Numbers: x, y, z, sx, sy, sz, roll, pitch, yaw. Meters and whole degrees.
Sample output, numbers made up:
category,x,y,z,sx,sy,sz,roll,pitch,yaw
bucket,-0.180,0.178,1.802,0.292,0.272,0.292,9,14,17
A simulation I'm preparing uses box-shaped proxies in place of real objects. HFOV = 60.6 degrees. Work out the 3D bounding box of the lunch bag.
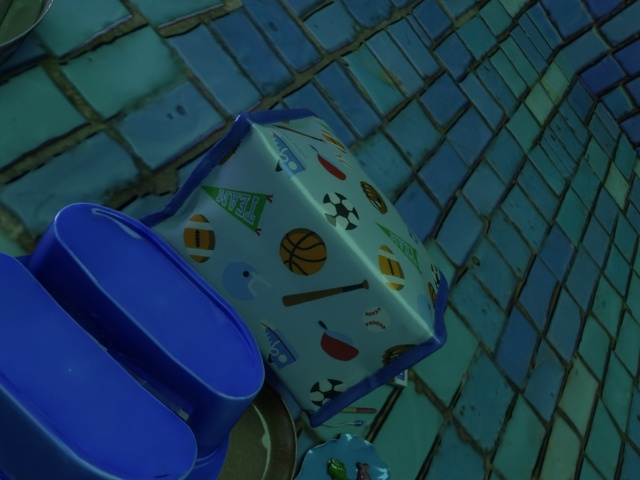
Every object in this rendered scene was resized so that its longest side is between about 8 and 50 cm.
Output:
category,x,y,z,sx,sy,sz,roll,pitch,yaw
lunch bag,0.000,0.000,0.757,0.327,0.239,0.385,51,23,-4

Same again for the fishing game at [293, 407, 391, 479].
category,x,y,z,sx,sy,sz,roll,pitch,yaw
fishing game,0.041,0.359,0.755,0.189,0.041,0.264,16,60,-35

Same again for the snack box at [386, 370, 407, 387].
category,x,y,z,sx,sy,sz,roll,pitch,yaw
snack box,0.119,0.153,0.924,0.064,0.022,0.178,25,55,-28

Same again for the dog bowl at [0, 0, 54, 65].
category,x,y,z,sx,sy,sz,roll,pitch,yaw
dog bowl,-0.498,-0.332,0.627,0.349,0.102,0.348,16,60,-31

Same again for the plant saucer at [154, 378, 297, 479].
category,x,y,z,sx,sy,sz,roll,pitch,yaw
plant saucer,-0.120,0.257,0.680,0.199,0.036,0.198,16,61,-31

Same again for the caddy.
category,x,y,z,sx,sy,sz,roll,pitch,yaw
caddy,-0.228,0.131,0.559,0.341,0.179,0.241,43,40,3
